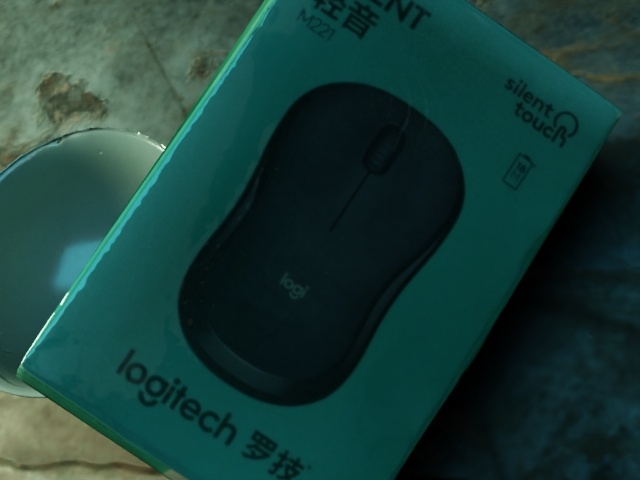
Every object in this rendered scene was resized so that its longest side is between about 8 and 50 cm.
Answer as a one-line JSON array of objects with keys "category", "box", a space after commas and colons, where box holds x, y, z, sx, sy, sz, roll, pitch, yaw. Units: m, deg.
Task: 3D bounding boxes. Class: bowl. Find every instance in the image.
[{"category": "bowl", "box": [-0.146, 0.028, 0.849, 0.189, 0.086, 0.189, -9, 61, 17]}]

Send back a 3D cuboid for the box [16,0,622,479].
[{"category": "box", "box": [0.000, 0.000, 0.729, 0.205, 0.118, 0.311, 35, 79, -6]}]
